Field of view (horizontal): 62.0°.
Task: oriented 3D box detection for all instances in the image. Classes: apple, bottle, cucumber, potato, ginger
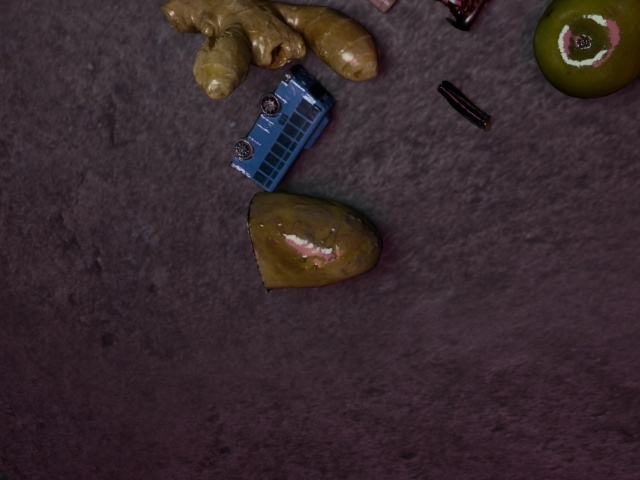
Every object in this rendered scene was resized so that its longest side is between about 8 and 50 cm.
[{"bbox_3d":[0.452,-0.335,0.886,0.196,0.156,0.197,18,123,31],"label":"apple"},{"bbox_3d":[0.094,-0.464,0.979,0.096,0.045,0.045,40,116,-10],"label":"bottle"},{"bbox_3d":[0.282,-0.262,1.044,0.134,0.033,0.034,36,150,-5],"label":"cucumber"},{"bbox_3d":[0.000,0.000,1.128,0.265,0.229,0.230,-1,115,10],"label":"potato"},{"bbox_3d":[-0.103,-0.395,0.983,0.362,0.348,0.122,-22,148,-20],"label":"ginger"}]

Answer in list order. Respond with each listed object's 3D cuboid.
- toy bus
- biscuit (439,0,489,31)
[{"bbox_3d":[-0.074,-0.227,1.090,0.133,0.116,0.234,36,118,-4],"label":"toy bus"},{"bbox_3d":[0.208,-0.486,0.933,0.235,0.063,0.151,27,118,-8],"label":"biscuit"}]
